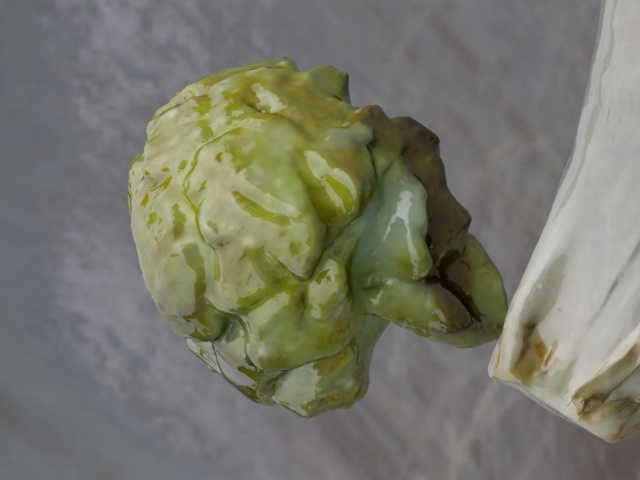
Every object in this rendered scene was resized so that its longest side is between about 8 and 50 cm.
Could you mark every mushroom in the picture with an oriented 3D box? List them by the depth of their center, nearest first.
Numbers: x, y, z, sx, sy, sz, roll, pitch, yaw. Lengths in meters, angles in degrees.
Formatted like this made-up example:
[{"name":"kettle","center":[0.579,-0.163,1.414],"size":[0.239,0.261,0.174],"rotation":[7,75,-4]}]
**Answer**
[{"name":"mushroom","center":[0.142,-0.095,0.755],"size":[0.095,0.123,0.351],"rotation":[-159,77,-65]}]

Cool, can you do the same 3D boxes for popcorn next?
[{"name":"popcorn","center":[0.000,0.000,1.060],"size":[0.198,0.213,0.198],"rotation":[8,-90,-83]}]
